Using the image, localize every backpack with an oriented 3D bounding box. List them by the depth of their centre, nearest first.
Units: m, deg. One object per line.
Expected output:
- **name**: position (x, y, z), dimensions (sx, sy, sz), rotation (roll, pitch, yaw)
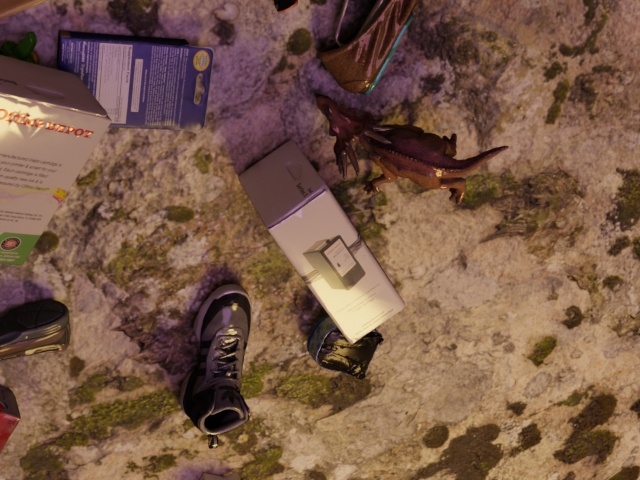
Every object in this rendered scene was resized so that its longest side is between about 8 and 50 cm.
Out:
- **backpack**: position (0.035, 0.179, 1.891), dimensions (0.114, 0.084, 0.105), rotation (14, 110, -32)

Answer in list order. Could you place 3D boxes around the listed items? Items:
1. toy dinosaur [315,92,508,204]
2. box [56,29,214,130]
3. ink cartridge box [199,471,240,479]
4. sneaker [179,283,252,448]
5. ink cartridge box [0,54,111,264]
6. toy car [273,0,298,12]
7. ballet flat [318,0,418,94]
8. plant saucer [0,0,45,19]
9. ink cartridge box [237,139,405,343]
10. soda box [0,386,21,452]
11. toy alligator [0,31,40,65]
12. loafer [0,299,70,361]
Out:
- **toy dinosaur**: position (0.135, -0.136, 1.687), dimensions (0.200, 0.295, 0.127), rotation (21, 81, -68)
- **box**: position (-0.276, -0.233, 1.581), dimensions (0.225, 0.036, 0.137), rotation (1, 116, -20)
- **ink cartridge box**: position (-0.189, 0.501, 1.968), dimensions (0.089, 0.092, 0.143), rotation (19, 106, -28)
- **sneaker**: position (-0.158, 0.217, 1.794), dimensions (0.101, 0.153, 0.269), rotation (7, 113, -25)
- **ink cartridge box**: position (-0.450, -0.109, 1.468), dimensions (0.201, 0.117, 0.278), rotation (8, 126, -50)
- **toy car**: position (-0.022, -0.387, 1.592), dimensions (0.122, 0.060, 0.040), rotation (-39, 155, 9)
- **ballet flat**: position (0.112, -0.386, 1.626), dimensions (0.124, 0.116, 0.342), rotation (33, 106, -12)
- **plant saucer**: position (-0.412, -0.475, 1.376), dimensions (0.332, 0.081, 0.333), rotation (-24, 123, -8)
- **ink cartridge box**: position (0.000, 0.000, 1.715), dimensions (0.114, 0.198, 0.273), rotation (-35, 123, 0)
- **soda box**: position (-0.590, 0.356, 1.739), dimensions (0.092, 0.083, 0.263), rotation (24, 105, -31)
- **toy alligator**: position (-0.443, -0.217, 1.521), dimensions (0.051, 0.056, 0.190), rotation (28, 120, 12)
- **loafer**: position (-0.520, 0.170, 1.667), dimensions (0.267, 0.096, 0.084), rotation (-13, 126, -17)
